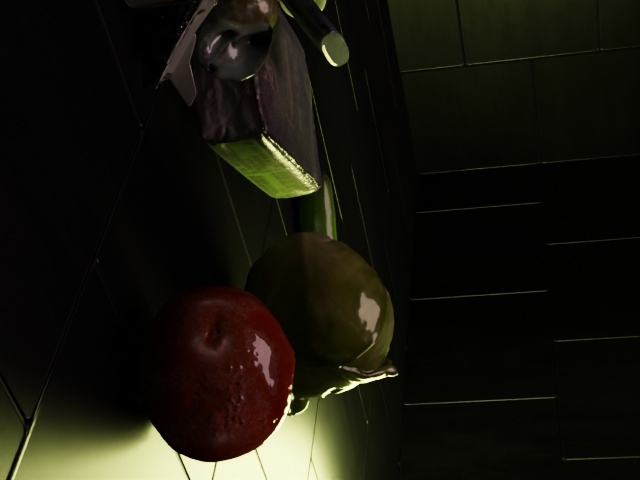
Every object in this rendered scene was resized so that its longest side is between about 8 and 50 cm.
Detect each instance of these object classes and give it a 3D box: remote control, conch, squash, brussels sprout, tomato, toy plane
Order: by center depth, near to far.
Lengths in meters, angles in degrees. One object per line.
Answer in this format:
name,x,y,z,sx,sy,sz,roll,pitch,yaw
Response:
tomato,-0.126,0.167,1.419,0.232,0.189,0.232,-2,90,-80
toy plane,-0.180,-0.300,1.494,0.160,0.082,0.234,-87,-165,-69
conch,-0.121,-0.313,1.589,0.106,0.116,0.172,-141,-119,-82
remote control,-0.077,-0.431,1.764,0.377,0.044,0.107,54,-2,23
brussels sprout,-0.010,0.140,1.817,0.227,0.260,0.294,35,52,-67
squash,-0.002,0.001,2.341,0.082,0.082,0.292,-28,111,-77

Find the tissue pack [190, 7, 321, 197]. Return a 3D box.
tissue pack,-0.104,-0.247,1.829,0.394,0.124,0.288,40,42,-74

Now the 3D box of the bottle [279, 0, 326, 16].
bottle,-0.024,-0.576,2.403,0.245,0.104,0.104,-78,160,-52

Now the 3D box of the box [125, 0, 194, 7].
box,-0.196,-0.393,1.464,0.036,0.115,0.177,63,26,-61
